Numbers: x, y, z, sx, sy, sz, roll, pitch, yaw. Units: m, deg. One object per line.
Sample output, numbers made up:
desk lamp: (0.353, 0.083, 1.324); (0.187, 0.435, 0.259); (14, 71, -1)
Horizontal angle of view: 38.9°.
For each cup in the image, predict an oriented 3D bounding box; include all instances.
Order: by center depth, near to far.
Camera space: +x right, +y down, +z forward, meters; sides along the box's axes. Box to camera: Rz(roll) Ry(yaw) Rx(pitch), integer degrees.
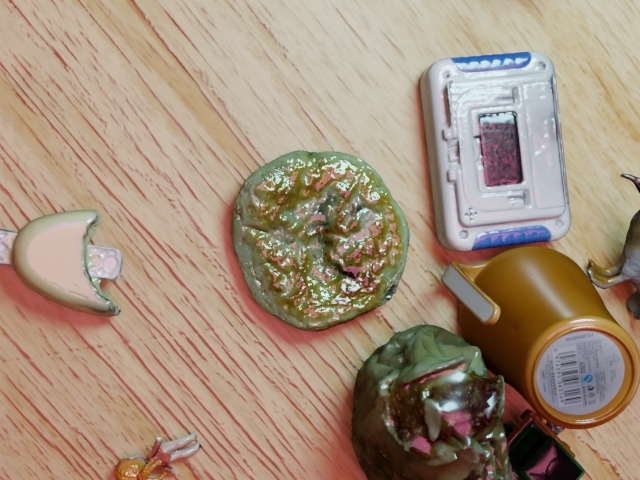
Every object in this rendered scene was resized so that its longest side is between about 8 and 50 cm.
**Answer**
cup: (0.259, 0.107, 1.097); (0.226, 0.264, 0.182); (28, 99, -8)

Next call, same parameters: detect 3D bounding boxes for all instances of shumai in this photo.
shumai: (0.123, 0.212, 1.059); (0.189, 0.218, 0.255); (-18, 67, 1)

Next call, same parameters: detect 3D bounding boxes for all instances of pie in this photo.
pie: (0.000, 0.000, 1.149); (0.241, 0.054, 0.240); (0, 91, -13)

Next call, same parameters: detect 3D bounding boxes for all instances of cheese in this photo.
cheese: (-0.350, 0.016, 1.083); (0.235, 0.050, 0.127); (8, 90, -9)

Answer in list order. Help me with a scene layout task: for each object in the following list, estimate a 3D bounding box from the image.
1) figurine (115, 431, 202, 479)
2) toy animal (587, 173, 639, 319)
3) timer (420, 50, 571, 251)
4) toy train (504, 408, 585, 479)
figurine: (-0.199, 0.270, 1.113); (0.109, 0.047, 0.064); (-24, 117, -16)
toy animal: (0.424, 0.011, 1.183); (0.197, 0.272, 0.160); (42, 118, -12)
timer: (0.232, -0.117, 1.182); (0.178, 0.078, 0.253); (-7, 91, -10)
toy train: (0.243, 0.311, 1.150); (0.228, 0.136, 0.091); (-45, 97, -10)
